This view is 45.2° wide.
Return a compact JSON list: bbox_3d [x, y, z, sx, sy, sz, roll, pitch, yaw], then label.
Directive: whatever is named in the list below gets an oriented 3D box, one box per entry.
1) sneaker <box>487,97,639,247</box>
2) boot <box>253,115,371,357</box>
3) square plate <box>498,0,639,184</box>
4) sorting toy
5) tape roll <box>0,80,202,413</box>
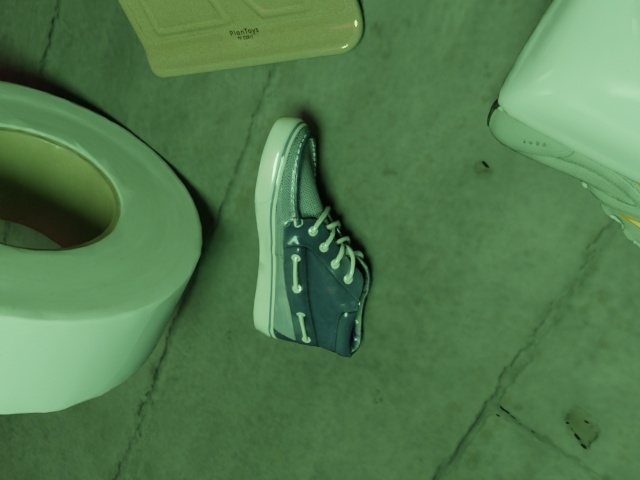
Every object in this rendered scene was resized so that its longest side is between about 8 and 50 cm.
[{"bbox_3d":[0.212,-0.009,0.448,0.263,0.099,0.121,26,123,21],"label":"sneaker"},{"bbox_3d":[0.000,0.000,0.595,0.086,0.069,0.189,14,122,18],"label":"boot"},{"bbox_3d":[0.308,-0.131,0.318,0.344,0.049,0.347,32,103,15],"label":"square plate"},{"bbox_3d":[-0.082,-0.222,0.541,0.193,0.038,0.208,-1,131,26],"label":"sorting toy"},{"bbox_3d":[-0.241,-0.009,0.594,0.286,0.286,0.100,38,122,13],"label":"tape roll"}]
